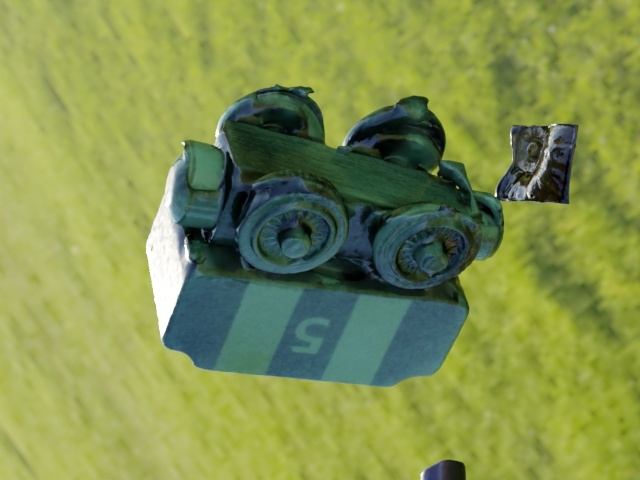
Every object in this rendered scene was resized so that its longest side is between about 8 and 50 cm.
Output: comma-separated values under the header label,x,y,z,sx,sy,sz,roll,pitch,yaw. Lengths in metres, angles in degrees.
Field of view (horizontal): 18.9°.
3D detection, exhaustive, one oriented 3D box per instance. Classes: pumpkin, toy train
label,x,y,z,sx,sy,sz,roll,pitch,yaw
pumpkin,0.192,-0.063,1.642,0.035,0.073,0.101,14,179,-30
toy train,0.000,0.000,1.632,0.167,0.299,0.238,-104,30,-46

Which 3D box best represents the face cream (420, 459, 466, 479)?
label,x,y,z,sx,sy,sz,roll,pitch,yaw
face cream,0.084,0.278,1.239,0.078,0.078,0.273,109,160,-71
